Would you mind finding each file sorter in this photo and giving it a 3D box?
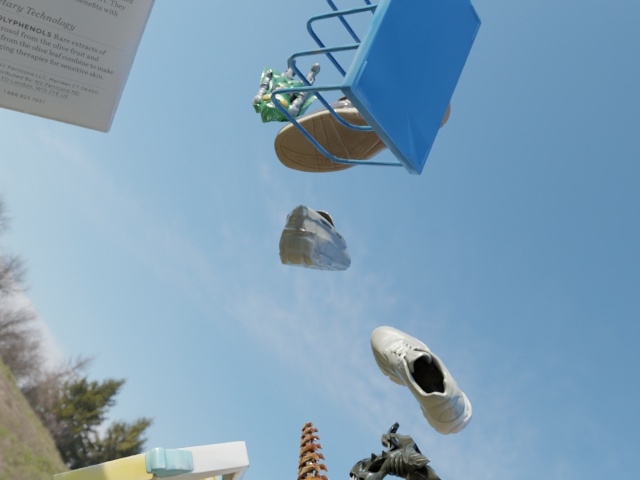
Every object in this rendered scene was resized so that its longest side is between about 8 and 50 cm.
[{"bbox_3d":[0.049,-0.162,0.513,0.104,0.170,0.118,8,-22,42],"label":"file sorter"}]

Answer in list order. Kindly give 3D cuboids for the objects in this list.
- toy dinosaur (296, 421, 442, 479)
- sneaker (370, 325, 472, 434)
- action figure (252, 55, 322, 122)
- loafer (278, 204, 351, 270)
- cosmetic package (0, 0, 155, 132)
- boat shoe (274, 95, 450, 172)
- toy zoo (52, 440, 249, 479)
[{"bbox_3d":[0.047,0.342,0.709,0.322,0.218,0.164,54,-7,32],"label":"toy dinosaur"},{"bbox_3d":[0.170,0.219,1.050,0.262,0.099,0.121,42,-18,50],"label":"sneaker"},{"bbox_3d":[-0.058,-0.251,0.984,0.137,0.232,0.063,15,-54,4],"label":"action figure"},{"bbox_3d":[0.000,0.000,1.108,0.112,0.319,0.111,5,-94,10],"label":"loafer"},{"bbox_3d":[-0.210,-0.305,0.490,0.197,0.155,0.365,52,-57,45],"label":"cosmetic package"},{"bbox_3d":[0.063,-0.190,0.943,0.092,0.285,0.102,-105,176,-58],"label":"boat shoe"},{"bbox_3d":[-0.191,0.294,0.659,0.293,0.192,0.030,110,-31,-48],"label":"toy zoo"}]
